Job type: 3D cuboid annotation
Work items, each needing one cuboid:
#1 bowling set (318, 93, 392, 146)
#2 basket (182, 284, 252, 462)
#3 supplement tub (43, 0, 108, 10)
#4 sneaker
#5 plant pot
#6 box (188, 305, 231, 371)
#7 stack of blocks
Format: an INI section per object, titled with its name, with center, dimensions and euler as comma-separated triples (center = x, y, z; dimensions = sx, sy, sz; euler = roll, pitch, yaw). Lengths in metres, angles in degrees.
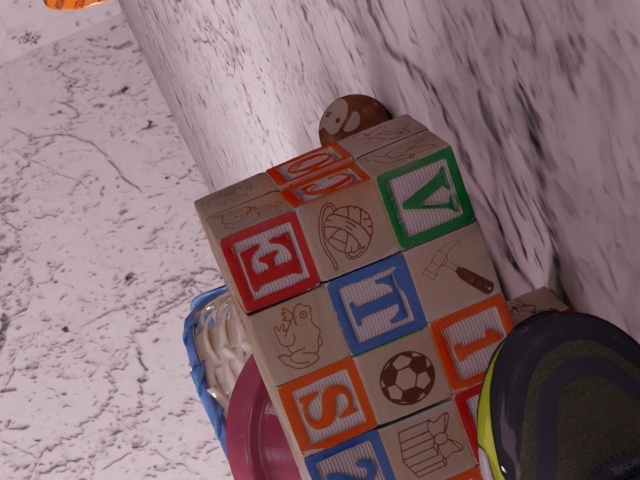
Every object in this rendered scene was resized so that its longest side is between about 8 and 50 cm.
[bowling set]
center = 0.000, 0.000, 1.287
dimensions = 0.287, 0.154, 0.199
euler = -130, 17, -68
[basket]
center = -0.015, 0.140, 1.612
dimensions = 0.289, 0.201, 0.254
euler = -29, 84, 56
[supplement tub]
center = -0.300, -0.444, 1.979
dimensions = 0.207, 0.207, 0.338
euler = -125, 13, -62
[sneaker]
center = 0.169, 0.157, 0.738
dimensions = 0.300, 0.111, 0.121
euler = 60, 163, 10
[plant pot]
center = 0.048, 0.151, 1.367
dimensions = 0.180, 0.201, 0.201
euler = -2, 113, 67
[box]
center = -0.044, 0.103, 1.866
dimensions = 0.203, 0.103, 0.114
euler = -63, -35, -44
[stack of blocks]
center = 0.066, 0.088, 0.956
dimensions = 0.087, 0.171, 0.297
euler = -131, 19, -71
